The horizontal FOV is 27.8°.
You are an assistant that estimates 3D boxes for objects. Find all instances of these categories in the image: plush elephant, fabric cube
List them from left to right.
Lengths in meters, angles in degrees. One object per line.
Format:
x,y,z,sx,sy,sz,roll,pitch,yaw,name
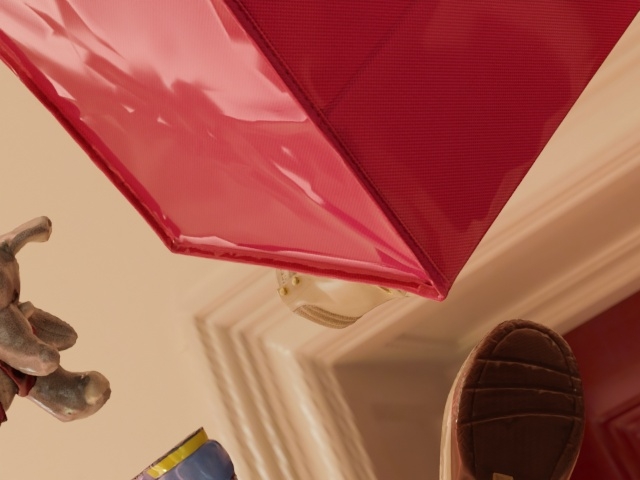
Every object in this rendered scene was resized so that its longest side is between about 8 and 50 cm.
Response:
-0.389,0.111,1.483,0.330,0.255,0.272,47,-131,5,plush elephant
-0.009,-0.154,0.718,0.258,0.254,0.259,-54,-54,-23,fabric cube

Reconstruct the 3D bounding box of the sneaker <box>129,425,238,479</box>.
-0.121,0.224,1.141,0.069,0.209,0.082,-38,-91,-26,sneaker

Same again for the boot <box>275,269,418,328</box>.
0.000,0.000,1.542,0.262,0.203,0.095,37,-130,-23,boot

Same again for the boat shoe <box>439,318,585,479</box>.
0.111,0.170,0.860,0.095,0.095,0.257,20,-131,-1,boat shoe
